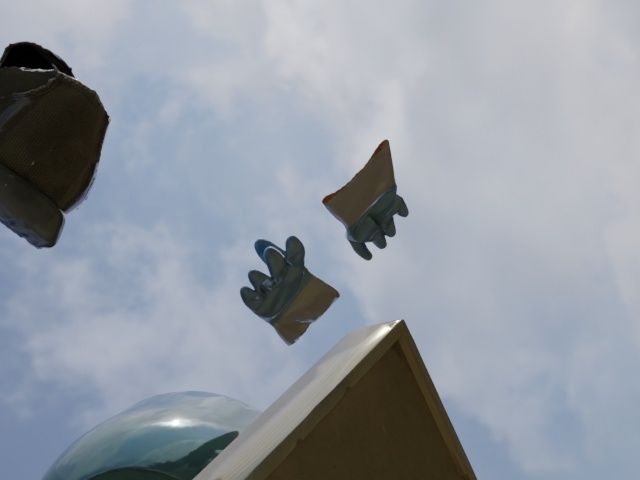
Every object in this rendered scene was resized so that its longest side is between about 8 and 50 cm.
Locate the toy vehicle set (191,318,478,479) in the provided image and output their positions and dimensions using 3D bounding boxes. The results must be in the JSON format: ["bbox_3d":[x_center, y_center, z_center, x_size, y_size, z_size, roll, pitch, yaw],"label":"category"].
[{"bbox_3d":[0.044,0.190,0.509,0.166,0.035,0.267,-36,-76,-53],"label":"toy vehicle set"}]

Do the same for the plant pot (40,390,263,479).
[{"bbox_3d":[-0.143,0.288,1.001,0.235,0.293,0.293,57,-142,-83],"label":"plant pot"}]

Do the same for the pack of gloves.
[{"bbox_3d":[0.000,0.000,1.081,0.195,0.046,0.232,-46,-19,-5],"label":"pack of gloves"}]

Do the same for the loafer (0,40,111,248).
[{"bbox_3d":[-0.164,-0.060,0.620,0.094,0.251,0.087,42,-96,-26],"label":"loafer"}]
